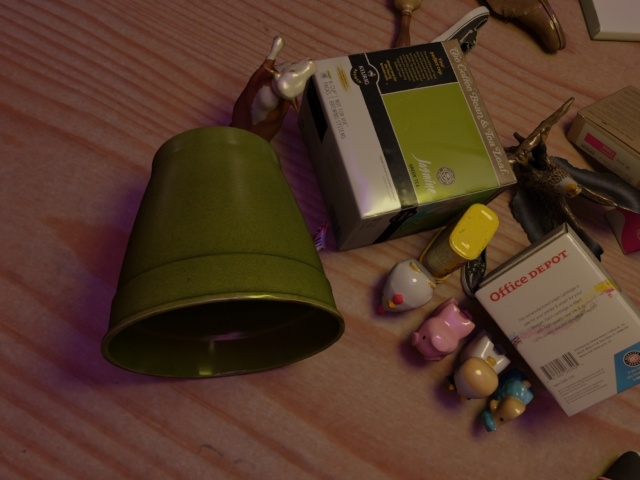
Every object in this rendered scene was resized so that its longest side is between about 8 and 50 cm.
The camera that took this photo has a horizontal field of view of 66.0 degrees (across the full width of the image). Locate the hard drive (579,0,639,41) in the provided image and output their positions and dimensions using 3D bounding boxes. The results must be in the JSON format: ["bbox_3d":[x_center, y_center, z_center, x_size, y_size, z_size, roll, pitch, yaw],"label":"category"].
[{"bbox_3d":[0.896,-0.662,1.376,0.352,0.047,0.233,-2,73,-11],"label":"hard drive"}]

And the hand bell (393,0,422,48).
[{"bbox_3d":[0.207,-0.542,1.205,0.126,0.126,0.242,9,82,-6],"label":"hand bell"}]

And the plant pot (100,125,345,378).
[{"bbox_3d":[-0.168,0.012,0.848,0.366,0.367,0.353,-4,61,-11],"label":"plant pot"}]

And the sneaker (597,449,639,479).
[{"bbox_3d":[0.494,0.492,0.903,0.146,0.104,0.296,38,75,-2],"label":"sneaker"}]

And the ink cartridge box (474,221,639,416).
[{"bbox_3d":[0.464,0.135,0.928,0.198,0.197,0.270,-40,80,26],"label":"ink cartridge box"}]

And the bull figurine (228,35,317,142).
[{"bbox_3d":[-0.103,-0.272,0.958,0.101,0.310,0.189,29,50,-17],"label":"bull figurine"}]

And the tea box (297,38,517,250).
[{"bbox_3d":[0.157,-0.190,1.008,0.323,0.220,0.329,-13,75,-12],"label":"tea box"}]

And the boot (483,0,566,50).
[{"bbox_3d":[0.517,-0.601,1.284,0.115,0.112,0.305,-35,84,12],"label":"boot"}]

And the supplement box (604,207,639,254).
[{"bbox_3d":[0.797,-0.059,1.130,0.219,0.111,0.114,-14,76,-13],"label":"supplement box"}]

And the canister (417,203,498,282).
[{"bbox_3d":[0.272,0.008,0.989,0.073,0.170,0.126,38,71,4],"label":"canister"}]

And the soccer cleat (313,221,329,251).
[{"bbox_3d":[0.000,0.000,1.023,0.035,0.029,0.083,33,73,-7],"label":"soccer cleat"}]

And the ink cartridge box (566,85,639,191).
[{"bbox_3d":[0.742,-0.241,1.155,0.193,0.088,0.235,-26,57,-16],"label":"ink cartridge box"}]

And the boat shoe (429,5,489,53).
[{"bbox_3d":[0.345,-0.492,1.217,0.219,0.078,0.070,-40,81,-10],"label":"boat shoe"}]

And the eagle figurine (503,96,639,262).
[{"bbox_3d":[0.521,-0.104,1.056,0.298,0.226,0.225,45,46,-11],"label":"eagle figurine"}]

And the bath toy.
[{"bbox_3d":[0.244,0.194,0.954,0.129,0.151,0.348,-45,82,16],"label":"bath toy"}]

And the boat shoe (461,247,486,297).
[{"bbox_3d":[0.332,0.050,1.054,0.049,0.040,0.142,9,71,-7],"label":"boat shoe"}]
